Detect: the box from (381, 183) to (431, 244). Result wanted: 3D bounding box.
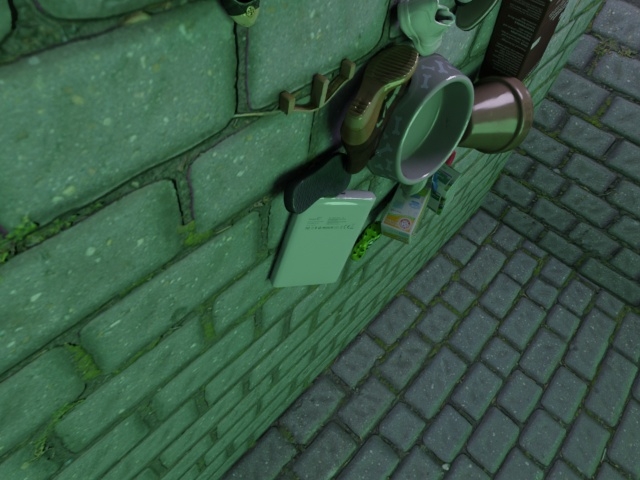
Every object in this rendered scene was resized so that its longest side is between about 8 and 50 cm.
[{"bbox_3d":[0.306,-0.105,1.615,0.203,0.114,0.103,-63,163,-14],"label":"box"}]

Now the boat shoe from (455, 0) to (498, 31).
[{"bbox_3d":[0.407,-0.603,1.087,0.228,0.081,0.068,-59,155,12],"label":"boat shoe"}]

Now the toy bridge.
[{"bbox_3d":[-0.003,-0.275,0.839,0.188,0.026,0.063,-39,159,-31],"label":"toy bridge"}]

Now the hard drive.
[{"bbox_3d":[0.000,0.000,1.184,0.203,0.040,0.307,-2,134,-29],"label":"hard drive"}]

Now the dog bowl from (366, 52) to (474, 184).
[{"bbox_3d":[0.271,-0.302,1.199,0.349,0.102,0.349,-32,144,-27],"label":"dog bowl"}]

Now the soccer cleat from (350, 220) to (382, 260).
[{"bbox_3d":[0.168,0.000,1.667,0.179,0.060,0.072,-51,-177,-11],"label":"soccer cleat"}]

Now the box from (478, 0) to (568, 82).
[{"bbox_3d":[0.646,-0.667,1.424,0.191,0.143,0.381,-47,162,-14],"label":"box"}]

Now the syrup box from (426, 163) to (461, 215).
[{"bbox_3d":[0.460,-0.196,1.738,0.096,0.093,0.237,-49,162,-8],"label":"syrup box"}]

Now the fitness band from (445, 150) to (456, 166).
[{"bbox_3d":[0.444,-0.250,1.840,0.291,0.054,0.209,-56,163,15],"label":"fitness band"}]

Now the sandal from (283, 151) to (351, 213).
[{"bbox_3d":[-0.006,-0.140,1.025,0.254,0.054,0.097,-32,129,-48],"label":"sandal"}]

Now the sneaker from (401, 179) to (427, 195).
[{"bbox_3d":[0.288,-0.245,1.459,0.121,0.099,0.262,-30,145,-30],"label":"sneaker"}]

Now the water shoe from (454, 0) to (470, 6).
[{"bbox_3d":[0.364,-0.623,1.005,0.203,0.073,0.080,-52,-177,12],"label":"water shoe"}]

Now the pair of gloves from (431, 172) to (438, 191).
[{"bbox_3d":[0.394,-0.276,1.558,0.159,0.023,0.198,37,55,-70],"label":"pair of gloves"}]

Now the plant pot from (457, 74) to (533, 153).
[{"bbox_3d":[0.518,-0.400,1.490,0.229,0.263,0.263,-18,145,-30],"label":"plant pot"}]

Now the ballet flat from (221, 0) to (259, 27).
[{"bbox_3d":[-0.092,-0.323,0.520,0.057,0.049,0.173,-42,158,-23],"label":"ballet flat"}]

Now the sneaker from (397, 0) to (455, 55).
[{"bbox_3d":[0.236,-0.445,0.940,0.212,0.094,0.080,-14,98,-60],"label":"sneaker"}]

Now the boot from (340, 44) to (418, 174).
[{"bbox_3d":[0.124,-0.286,1.003,0.248,0.090,0.207,-53,164,-16],"label":"boot"}]
